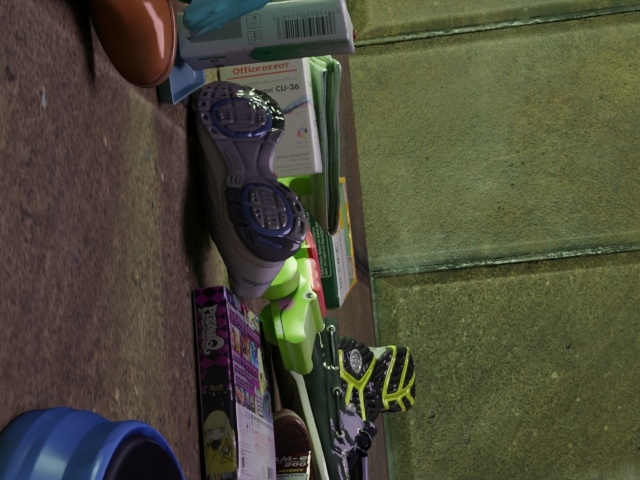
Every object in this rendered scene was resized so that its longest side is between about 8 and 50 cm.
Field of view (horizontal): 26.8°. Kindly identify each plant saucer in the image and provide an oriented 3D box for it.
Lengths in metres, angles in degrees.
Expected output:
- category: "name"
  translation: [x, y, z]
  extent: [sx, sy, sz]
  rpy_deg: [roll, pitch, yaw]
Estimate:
- category: "plant saucer"
  translation: [-0.153, -0.192, 1.461]
  extent: [0.192, 0.018, 0.067]
  rpy_deg: [-66, 150, -75]

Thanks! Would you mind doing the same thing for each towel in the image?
- category: "towel"
  translation: [-0.027, -0.177, 1.929]
  extent: [0.325, 0.038, 0.248]
  rpy_deg: [-130, -144, -63]

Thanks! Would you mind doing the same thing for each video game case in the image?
- category: "video game case"
  translation: [-0.094, 0.176, 1.517]
  extent: [0.232, 0.041, 0.210]
  rpy_deg: [59, 26, -75]

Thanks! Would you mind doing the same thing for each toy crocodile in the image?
- category: "toy crocodile"
  translation: [-0.042, 0.032, 1.729]
  extent: [0.341, 0.105, 0.115]
  rpy_deg: [-103, -179, -51]

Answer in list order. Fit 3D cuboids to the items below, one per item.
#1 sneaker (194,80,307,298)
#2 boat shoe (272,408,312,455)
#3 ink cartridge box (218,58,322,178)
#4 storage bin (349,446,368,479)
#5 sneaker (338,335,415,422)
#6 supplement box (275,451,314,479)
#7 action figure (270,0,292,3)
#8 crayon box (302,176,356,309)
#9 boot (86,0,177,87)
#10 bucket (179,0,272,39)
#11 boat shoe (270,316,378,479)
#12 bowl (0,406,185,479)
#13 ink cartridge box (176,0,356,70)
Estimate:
- category: "sneaker"
  translation: [-0.099, -0.065, 1.537]
  extent: [0.129, 0.111, 0.297]
  rpy_deg: [117, -27, -44]
- category: "boat shoe"
  translation: [-0.050, 0.284, 1.761]
  extent: [0.072, 0.068, 0.190]
  rpy_deg: [-107, -166, -51]
- category: "ink cartridge box"
  translation: [-0.068, -0.179, 1.756]
  extent: [0.067, 0.115, 0.198]
  rpy_deg: [-15, 98, -83]
- category: "storage bin"
  translation: [0.028, 0.361, 2.183]
  extent: [0.098, 0.091, 0.135]
  rpy_deg: [72, 13, -60]
- category: "sneaker"
  translation: [0.022, 0.230, 2.119]
  extent: [0.384, 0.147, 0.145]
  rpy_deg: [20, 66, -62]
- category: "supplement box"
  translation: [-0.042, 0.388, 1.634]
  extent: [0.239, 0.073, 0.130]
  rpy_deg: [-85, 169, -55]
- category: "action figure"
  translation: [-0.136, -0.441, 1.504]
  extent: [0.341, 0.178, 0.330]
  rpy_deg: [44, 22, -30]
- category: "crayon box"
  translation: [0.000, 0.000, 2.310]
  extent: [0.323, 0.083, 0.203]
  rpy_deg: [-37, 121, -81]
- category: "boot"
  translation: [-0.178, -0.210, 1.070]
  extent: [0.152, 0.073, 0.197]
  rpy_deg: [-64, 139, -75]
- category: "bucket"
  translation: [-0.081, -0.336, 1.215]
  extent: [0.281, 0.183, 0.281]
  rpy_deg: [160, -90, -89]
- category: "boat shoe"
  translation: [0.020, 0.256, 1.837]
  extent: [0.127, 0.113, 0.340]
  rpy_deg: [107, -30, -59]
- category: "bowl"
  translation: [-0.138, 0.303, 0.884]
  extent: [0.391, 0.077, 0.391]
  rpy_deg: [-6, 90, -84]
- category: "ink cartridge box"
  translation: [-0.051, -0.216, 1.501]
  extent: [0.224, 0.181, 0.056]
  rpy_deg: [43, 41, -82]
